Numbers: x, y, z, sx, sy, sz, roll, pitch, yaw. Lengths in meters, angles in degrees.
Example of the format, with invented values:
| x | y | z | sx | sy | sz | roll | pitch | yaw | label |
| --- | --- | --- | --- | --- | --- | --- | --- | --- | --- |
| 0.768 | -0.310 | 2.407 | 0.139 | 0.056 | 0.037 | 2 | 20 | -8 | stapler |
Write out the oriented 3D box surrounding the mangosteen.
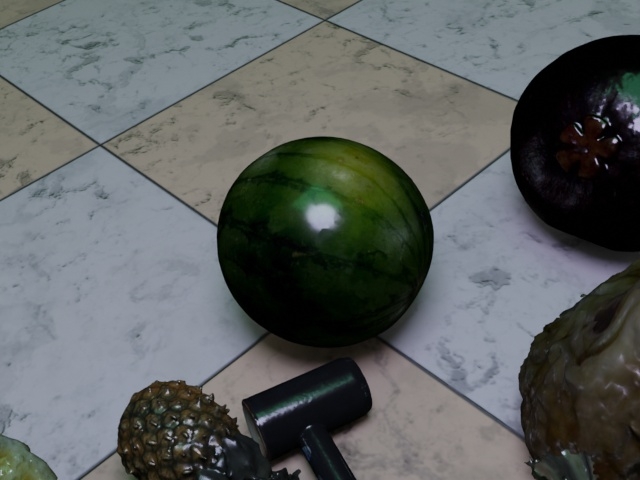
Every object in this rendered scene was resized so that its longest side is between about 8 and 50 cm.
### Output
| x | y | z | sx | sy | sz | roll | pitch | yaw | label |
| --- | --- | --- | --- | --- | --- | --- | --- | --- | --- |
| 0.386 | -0.119 | 1.044 | 0.275 | 0.275 | 0.302 | 29 | 20 | 33 | mangosteen |

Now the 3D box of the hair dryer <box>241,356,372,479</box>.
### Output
| x | y | z | sx | sy | sz | roll | pitch | yaw | label |
| --- | --- | --- | --- | --- | --- | --- | --- | --- | --- |
| 0.032 | 0.233 | 0.831 | 0.128 | 0.070 | 0.255 | -23 | 52 | -18 | hair dryer |

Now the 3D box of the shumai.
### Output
| x | y | z | sx | sy | sz | roll | pitch | yaw | label |
| --- | --- | --- | --- | --- | --- | --- | --- | --- | --- |
| 0.318 | 0.074 | 0.792 | 0.217 | 0.283 | 0.346 | 29 | 55 | 31 | shumai |

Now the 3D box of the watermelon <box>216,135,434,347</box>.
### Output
| x | y | z | sx | sy | sz | roll | pitch | yaw | label |
| --- | --- | --- | --- | --- | --- | --- | --- | --- | --- |
| 0.004 | 0.001 | 0.950 | 0.242 | 0.242 | 0.242 | -4 | 42 | 3 | watermelon |

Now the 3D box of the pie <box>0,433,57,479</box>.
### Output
| x | y | z | sx | sy | sz | roll | pitch | yaw | label |
| --- | --- | --- | --- | --- | --- | --- | --- | --- | --- |
| -0.348 | 0.298 | 0.754 | 0.257 | 0.105 | 0.274 | -19 | 43 | 8 | pie |

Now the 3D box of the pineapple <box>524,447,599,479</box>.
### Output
| x | y | z | sx | sy | sz | roll | pitch | yaw | label |
| --- | --- | --- | --- | --- | --- | --- | --- | --- | --- |
| 0.283 | 0.311 | 0.632 | 0.175 | 0.175 | 0.361 | -35 | 44 | -27 | pineapple |

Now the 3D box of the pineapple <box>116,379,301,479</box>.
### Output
| x | y | z | sx | sy | sz | roll | pitch | yaw | label |
| --- | --- | --- | --- | --- | --- | --- | --- | --- | --- |
| -0.084 | 0.217 | 0.793 | 0.251 | 0.125 | 0.125 | 16 | 46 | 40 | pineapple |
